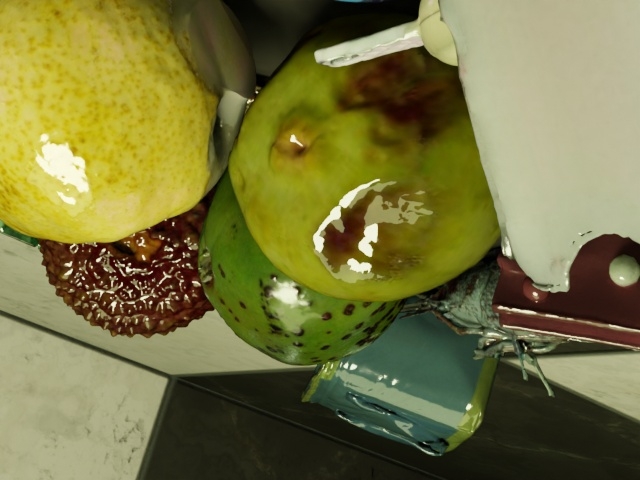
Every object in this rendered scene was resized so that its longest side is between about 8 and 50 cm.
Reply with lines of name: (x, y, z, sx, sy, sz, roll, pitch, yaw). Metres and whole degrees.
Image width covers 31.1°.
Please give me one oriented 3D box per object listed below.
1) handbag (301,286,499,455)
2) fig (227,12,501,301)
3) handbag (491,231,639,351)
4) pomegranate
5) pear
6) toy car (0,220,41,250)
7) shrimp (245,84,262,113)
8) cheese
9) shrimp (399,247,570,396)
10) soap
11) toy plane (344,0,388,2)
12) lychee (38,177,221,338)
handbag: (0.121, 0.173, 1.665, 0.241, 0.222, 0.263, 22, 162, -1)
fig: (0.062, -0.065, 0.966, 0.239, 0.239, 0.271, 2, 174, 39)
handbag: (0.266, -0.006, 1.010, 0.216, 0.203, 0.074, 9, 153, 20)
pomegranate: (0.000, 0.000, 1.222, 0.270, 0.254, 0.254, -18, 163, -6)
pear: (-0.195, -0.129, 0.965, 0.271, 0.271, 0.271, 15, 163, 5)
toy car: (-0.403, -0.080, 1.511, 0.306, 0.136, 0.125, 26, -178, -25)
shrimp: (-0.101, -0.133, 1.185, 0.190, 0.042, 0.101, 0, 131, 35)
cheese: (0.105, -0.154, 0.794, 0.227, 0.064, 0.137, -14, 176, 19)
shrimp: (0.237, 0.097, 1.404, 0.137, 0.172, 0.372, 20, 156, -29)
soap: (0.110, -0.157, 0.545, 0.258, 0.302, 0.159, 28, 167, -32)
toy plane: (-0.060, -0.237, 0.750, 0.271, 0.105, 0.254, 20, 163, -15)
lychee: (-0.207, -0.006, 1.403, 0.271, 0.271, 0.271, 15, 163, 5)
